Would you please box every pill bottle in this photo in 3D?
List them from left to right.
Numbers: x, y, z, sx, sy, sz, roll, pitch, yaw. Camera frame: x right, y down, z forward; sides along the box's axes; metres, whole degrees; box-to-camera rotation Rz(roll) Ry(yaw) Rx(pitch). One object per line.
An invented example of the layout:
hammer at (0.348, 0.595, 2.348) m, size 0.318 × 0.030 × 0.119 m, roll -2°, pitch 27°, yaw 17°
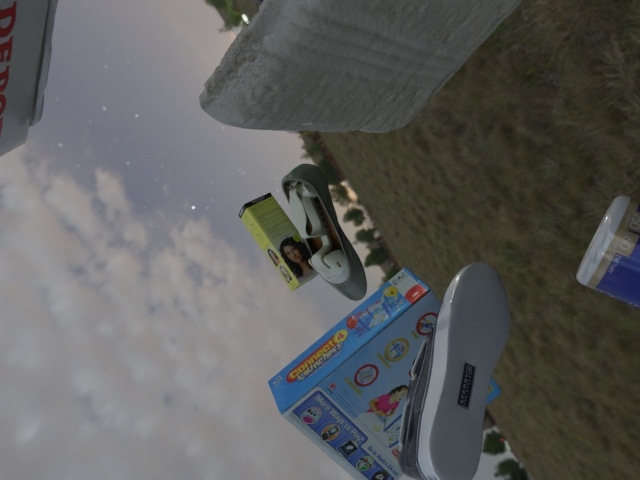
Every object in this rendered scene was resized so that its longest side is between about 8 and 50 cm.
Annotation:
pill bottle at (0.538, 0.048, 0.742) m, size 0.264 × 0.153 × 0.153 m, roll 26°, pitch 171°, yaw 24°

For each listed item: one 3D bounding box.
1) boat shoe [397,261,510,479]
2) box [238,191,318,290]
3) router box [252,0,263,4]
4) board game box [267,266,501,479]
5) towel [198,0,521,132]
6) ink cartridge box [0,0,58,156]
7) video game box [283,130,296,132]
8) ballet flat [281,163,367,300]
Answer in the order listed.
boat shoe at (0.172, 0.169, 0.683) m, size 0.108 × 0.301 × 0.102 m, roll 28°, pitch 153°, yaw -20°
box at (-0.095, 0.001, 1.213) m, size 0.232 × 0.087 × 0.058 m, roll 53°, pitch 145°, yaw 9°
router box at (-0.031, -0.399, 0.582) m, size 0.308 × 0.243 × 0.081 m, roll 8°, pitch -170°, yaw -35°
board game box at (0.122, 0.254, 0.880) m, size 0.308 × 0.302 × 0.086 m, roll 52°, pitch 178°, yaw -30°
towel at (0.052, -0.166, 0.399) m, size 0.049 × 0.187 × 0.282 m, roll 52°, pitch -147°, yaw 16°
ink cartridge box at (-0.282, -0.100, 0.166) m, size 0.166 × 0.285 × 0.395 m, roll 32°, pitch -143°, yaw -6°
video game box at (-0.076, -0.286, 1.016) m, size 0.187 × 0.205 × 0.048 m, roll -5°, pitch -103°, yaw -36°
ballet flat at (0.000, 0.000, 0.703) m, size 0.068 × 0.072 × 0.213 m, roll -37°, pitch -71°, yaw -51°
